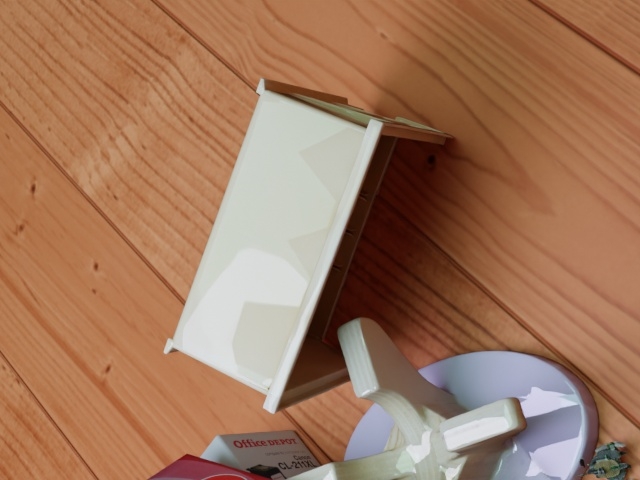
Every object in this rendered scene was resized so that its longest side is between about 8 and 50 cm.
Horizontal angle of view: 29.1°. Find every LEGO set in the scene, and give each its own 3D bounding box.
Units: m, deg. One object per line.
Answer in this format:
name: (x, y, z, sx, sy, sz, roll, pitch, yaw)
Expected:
LEGO set: (0.248, 0.205, 1.085, 0.054, 0.023, 0.083, 39, 118, -6)

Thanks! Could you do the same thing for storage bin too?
storage bin: (0.000, 0.000, 1.158, 0.123, 0.260, 0.262, 23, 100, 19)

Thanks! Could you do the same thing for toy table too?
toy table: (0.099, 0.196, 1.119, 0.274, 0.161, 0.252, -39, 64, 26)

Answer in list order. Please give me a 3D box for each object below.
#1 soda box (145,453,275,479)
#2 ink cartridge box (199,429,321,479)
soda box: (-0.053, 0.266, 1.078, 0.263, 0.083, 0.092, 6, 116, 43)
ink cartridge box: (-0.036, 0.276, 1.230, 0.175, 0.127, 0.072, 48, 114, 30)
